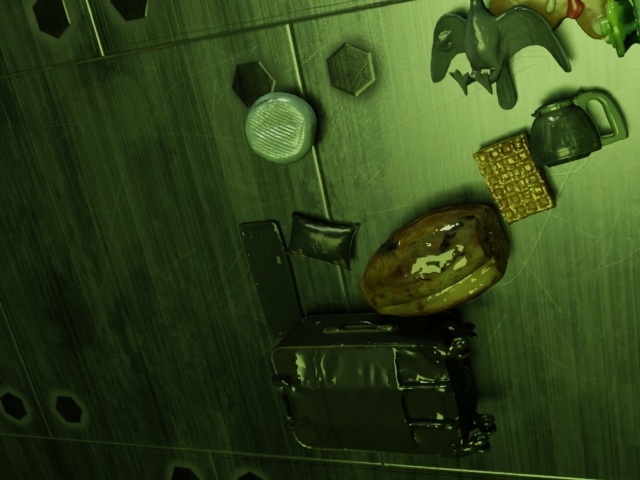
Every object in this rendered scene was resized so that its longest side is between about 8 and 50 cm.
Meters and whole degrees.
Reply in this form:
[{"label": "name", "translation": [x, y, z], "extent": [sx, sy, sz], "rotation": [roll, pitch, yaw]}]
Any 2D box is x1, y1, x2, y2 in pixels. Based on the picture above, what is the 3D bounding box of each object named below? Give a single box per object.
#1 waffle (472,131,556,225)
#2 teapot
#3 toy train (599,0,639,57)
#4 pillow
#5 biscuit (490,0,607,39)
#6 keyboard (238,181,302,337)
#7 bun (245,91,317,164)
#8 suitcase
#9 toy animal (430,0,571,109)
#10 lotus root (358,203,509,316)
[{"label": "waffle", "translation": [0.344, -0.109, 1.312], "extent": [0.102, 0.042, 0.148], "rotation": [-21, 103, 31]}, {"label": "teapot", "translation": [0.411, -0.185, 1.214], "extent": [0.149, 0.111, 0.108], "rotation": [-15, 92, 34]}, {"label": "toy train", "translation": [0.452, -0.378, 1.009], "extent": [0.159, 0.188, 0.272], "rotation": [-10, 116, 24]}, {"label": "pillow", "translation": [0.000, 0.000, 1.507], "extent": [0.150, 0.048, 0.091], "rotation": [15, 120, 19]}, {"label": "biscuit", "translation": [0.421, -0.416, 1.139], "extent": [0.339, 0.047, 0.216], "rotation": [-18, 104, 28]}, {"label": "keyboard", "translation": [-0.118, 0.041, 1.589], "extent": [0.103, 0.041, 0.381], "rotation": [-5, 117, 24]}, {"label": "bun", "translation": [-0.072, -0.216, 1.422], "extent": [0.140, 0.083, 0.141], "rotation": [4, 107, 14]}, {"label": "suitcase", "translation": [0.118, 0.281, 1.497], "extent": [0.433, 0.194, 0.283], "rotation": [-6, 110, 25]}, {"label": "toy animal", "translation": [0.278, -0.323, 1.202], "extent": [0.239, 0.176, 0.255], "rotation": [11, 162, 36]}, {"label": "lotus root", "translation": [0.197, 0.048, 1.370], "extent": [0.290, 0.193, 0.193], "rotation": [-26, 101, 30]}]
